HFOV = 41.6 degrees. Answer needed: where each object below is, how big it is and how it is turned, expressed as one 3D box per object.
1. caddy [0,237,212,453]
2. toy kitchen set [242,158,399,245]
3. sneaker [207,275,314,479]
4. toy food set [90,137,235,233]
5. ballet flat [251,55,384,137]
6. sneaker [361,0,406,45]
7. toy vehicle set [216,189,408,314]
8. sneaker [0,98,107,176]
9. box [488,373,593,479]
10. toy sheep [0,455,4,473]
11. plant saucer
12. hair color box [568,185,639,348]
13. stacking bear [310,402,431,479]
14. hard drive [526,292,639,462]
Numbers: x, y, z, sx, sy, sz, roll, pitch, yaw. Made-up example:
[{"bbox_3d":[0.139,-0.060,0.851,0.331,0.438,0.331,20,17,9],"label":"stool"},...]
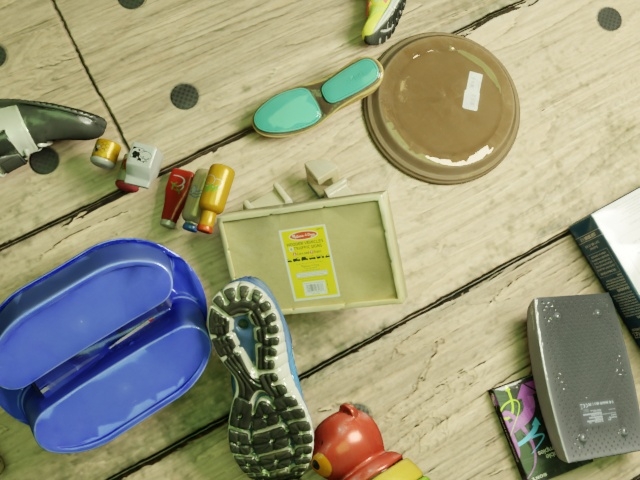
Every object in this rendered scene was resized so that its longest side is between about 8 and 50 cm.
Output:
[{"bbox_3d":[-0.322,0.146,1.227,0.341,0.179,0.241,-31,106,-12],"label":"caddy"},{"bbox_3d":[0.000,0.000,1.341,0.166,0.122,0.207,-32,63,-11],"label":"toy kitchen set"},{"bbox_3d":[-0.077,0.204,1.254,0.130,0.147,0.330,-6,104,7],"label":"sneaker"},{"bbox_3d":[-0.250,-0.077,1.306,0.232,0.111,0.104,14,77,9],"label":"toy food set"},{"bbox_3d":[0.000,-0.227,1.390,0.232,0.073,0.080,-23,84,4],"label":"ballet flat"},{"bbox_3d":[0.104,-0.428,1.448,0.094,0.081,0.208,21,70,5],"label":"sneaker"},{"bbox_3d":[-0.014,0.024,1.266,0.267,0.035,0.166,-7,103,20],"label":"toy vehicle set"},{"bbox_3d":[-0.499,-0.149,1.306,0.331,0.122,0.146,1,93,-5],"label":"sneaker"},{"bbox_3d":[0.352,0.296,1.345,0.116,0.029,0.162,-19,82,-10],"label":"box"},{"bbox_3d":[-0.524,0.319,1.211,0.132,0.091,0.091,12,77,-23],"label":"toy sheep"},{"bbox_3d":[0.211,-0.233,1.434,0.278,0.041,0.277,1,77,-6],"label":"plant saucer"},{"bbox_3d":[0.578,0.080,1.376,0.174,0.105,0.347,-27,82,-11],"label":"hair color box"},{"bbox_3d":[0.087,0.381,1.236,0.164,0.175,0.289,-23,71,-33],"label":"stacking bear"},{"bbox_3d":[0.414,0.214,1.334,0.172,0.054,0.254,-2,75,-24],"label":"hard drive"}]
